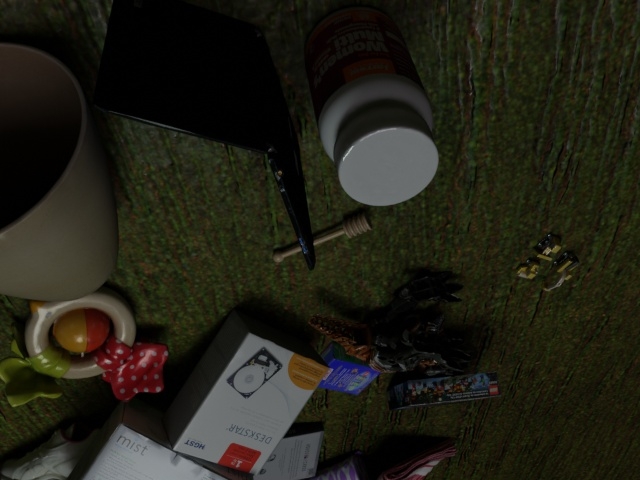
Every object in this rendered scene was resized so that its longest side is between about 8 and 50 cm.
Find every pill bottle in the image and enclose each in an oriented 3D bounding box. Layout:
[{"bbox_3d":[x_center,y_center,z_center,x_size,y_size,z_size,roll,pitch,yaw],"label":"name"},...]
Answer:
[{"bbox_3d":[0.053,-0.148,0.735,0.121,0.221,0.121,-5,136,-5],"label":"pill bottle"}]

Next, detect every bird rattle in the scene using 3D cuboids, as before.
[{"bbox_3d":[-0.364,0.165,1.061,0.254,0.143,0.207,2,119,-16],"label":"bird rattle"}]

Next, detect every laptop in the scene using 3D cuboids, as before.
[{"bbox_3d":[-0.108,-0.121,0.726,0.137,0.234,0.264,-13,137,5],"label":"laptop"}]

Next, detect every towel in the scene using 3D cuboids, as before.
[{"bbox_3d":[0.154,0.586,1.576,0.237,0.037,0.329,-9,144,-39],"label":"towel"}]

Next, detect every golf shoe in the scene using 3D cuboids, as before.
[{"bbox_3d":[-0.499,0.422,1.320,0.306,0.140,0.115,-7,167,26],"label":"golf shoe"}]

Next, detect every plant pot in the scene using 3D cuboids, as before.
[{"bbox_3d":[-0.342,-0.038,0.789,0.257,0.256,0.274,-11,152,1],"label":"plant pot"}]

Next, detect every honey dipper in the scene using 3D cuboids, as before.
[{"bbox_3d":[0.000,0.000,1.020,0.161,0.030,0.030,-23,135,17],"label":"honey dipper"}]

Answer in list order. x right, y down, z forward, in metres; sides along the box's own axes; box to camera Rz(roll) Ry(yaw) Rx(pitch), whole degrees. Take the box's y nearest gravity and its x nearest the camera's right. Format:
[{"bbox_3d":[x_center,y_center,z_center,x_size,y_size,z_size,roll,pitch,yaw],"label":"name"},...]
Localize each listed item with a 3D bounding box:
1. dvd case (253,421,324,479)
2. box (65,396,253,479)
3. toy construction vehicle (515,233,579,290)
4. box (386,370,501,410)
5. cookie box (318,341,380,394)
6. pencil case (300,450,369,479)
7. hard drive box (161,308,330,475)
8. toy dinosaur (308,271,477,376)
[{"bbox_3d":[-0.117,0.468,1.448,0.239,0.029,0.179,-6,132,-18],"label":"dvd case"},{"bbox_3d":[-0.285,0.433,1.162,0.262,0.127,0.231,33,93,-16],"label":"box"},{"bbox_3d":[0.381,0.042,1.126,0.086,0.035,0.098,19,129,-27],"label":"toy construction vehicle"},{"bbox_3d":[0.221,0.283,1.266,0.159,0.044,0.233,-5,164,-5],"label":"box"},{"bbox_3d":[0.046,0.240,1.266,0.107,0.040,0.092,18,130,-26],"label":"cookie box"},{"bbox_3d":[0.010,0.557,1.554,0.206,0.088,0.086,-22,144,13],"label":"pencil case"},{"bbox_3d":[-0.126,0.260,1.153,0.181,0.089,0.232,29,97,-33],"label":"hard drive box"},{"bbox_3d":[0.139,0.175,1.150,0.322,0.164,0.218,-7,158,-35],"label":"toy dinosaur"}]
